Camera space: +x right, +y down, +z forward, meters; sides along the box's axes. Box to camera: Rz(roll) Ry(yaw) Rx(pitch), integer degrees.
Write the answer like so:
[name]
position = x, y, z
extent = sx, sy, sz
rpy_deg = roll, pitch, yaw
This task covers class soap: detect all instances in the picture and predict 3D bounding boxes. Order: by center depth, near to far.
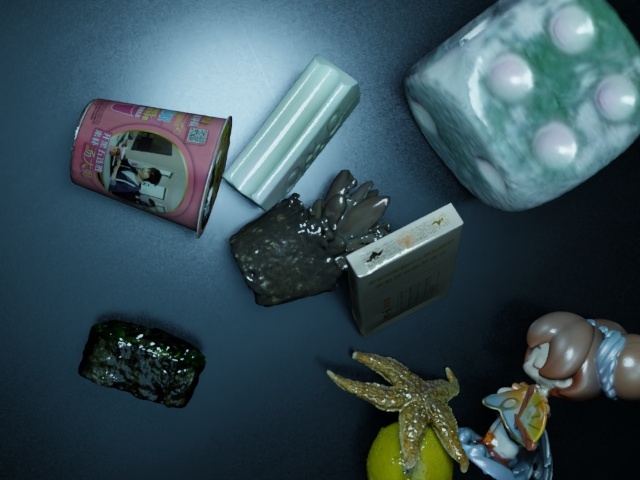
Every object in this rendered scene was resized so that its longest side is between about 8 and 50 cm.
[soap]
position = -0.048, -0.192, 1.541
extent = 0.095, 0.173, 0.290
rpy_deg = 37, 87, 7

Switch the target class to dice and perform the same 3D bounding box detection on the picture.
[dice]
position = 0.374, -0.276, 1.538
extent = 0.328, 0.330, 0.348
rpy_deg = -38, 101, -6

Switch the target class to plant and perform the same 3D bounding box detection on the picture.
[plant]
position = 0.000, 0.000, 1.554
extent = 0.320, 0.194, 0.182
rpy_deg = -27, 123, 0

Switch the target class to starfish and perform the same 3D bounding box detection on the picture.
[starfish]
position = 0.178, 0.320, 1.598
extent = 0.299, 0.302, 0.060
rpy_deg = 6, 127, -26

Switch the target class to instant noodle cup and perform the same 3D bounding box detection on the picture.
[instant noodle cup]
position = -0.305, -0.147, 1.493
extent = 0.254, 0.244, 0.244
rpy_deg = 16, 91, -3

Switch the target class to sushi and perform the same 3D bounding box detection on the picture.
[sushi]
position = -0.333, 0.227, 1.556
extent = 0.225, 0.124, 0.127
rpy_deg = 19, 90, -5

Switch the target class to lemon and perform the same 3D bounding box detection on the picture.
[lemon]
position = 0.181, 0.443, 1.640
extent = 0.173, 0.173, 0.206
rpy_deg = 27, 81, -11

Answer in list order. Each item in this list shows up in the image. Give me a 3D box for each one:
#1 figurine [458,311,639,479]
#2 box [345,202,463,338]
[figurine]
position = 0.466, 0.309, 1.638
extent = 0.248, 0.276, 0.388
rpy_deg = 34, 93, -8
[box]
position = 0.153, 0.068, 1.523
extent = 0.204, 0.365, 0.051
rpy_deg = -27, 67, -7
